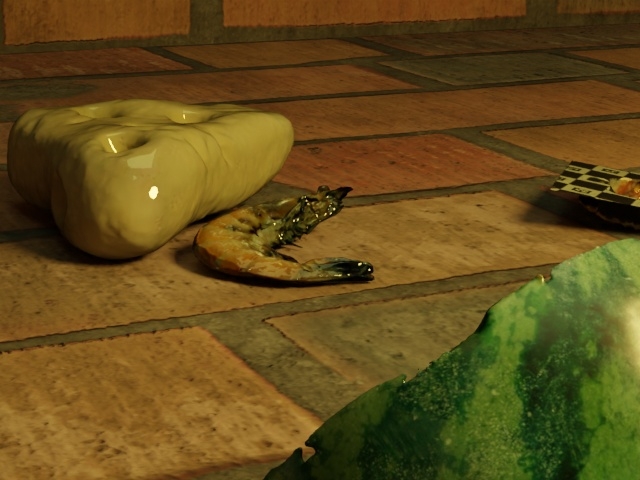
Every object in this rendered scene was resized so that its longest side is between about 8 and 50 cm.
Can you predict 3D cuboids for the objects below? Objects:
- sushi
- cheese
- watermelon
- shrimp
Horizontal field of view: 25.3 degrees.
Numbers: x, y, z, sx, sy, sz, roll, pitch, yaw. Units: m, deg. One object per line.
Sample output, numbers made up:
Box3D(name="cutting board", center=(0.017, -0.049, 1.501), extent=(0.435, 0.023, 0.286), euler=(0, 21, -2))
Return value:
Box3D(name="sushi", center=(0.369, -0.042, 1.678), extent=(0.192, 0.040, 0.210), euler=(12, 15, 11))
Box3D(name="cheese", center=(-0.155, -0.083, 1.609), extent=(0.328, 0.130, 0.351), euler=(-8, 17, -27))
Box3D(name="watermelon", center=(0.144, 0.104, 0.792), extent=(0.319, 0.222, 0.292), euler=(18, 21, 36))
Box3D(name="shrimp", center=(0.000, 0.000, 1.500), extent=(0.198, 0.051, 0.262), euler=(21, 27, 33))
